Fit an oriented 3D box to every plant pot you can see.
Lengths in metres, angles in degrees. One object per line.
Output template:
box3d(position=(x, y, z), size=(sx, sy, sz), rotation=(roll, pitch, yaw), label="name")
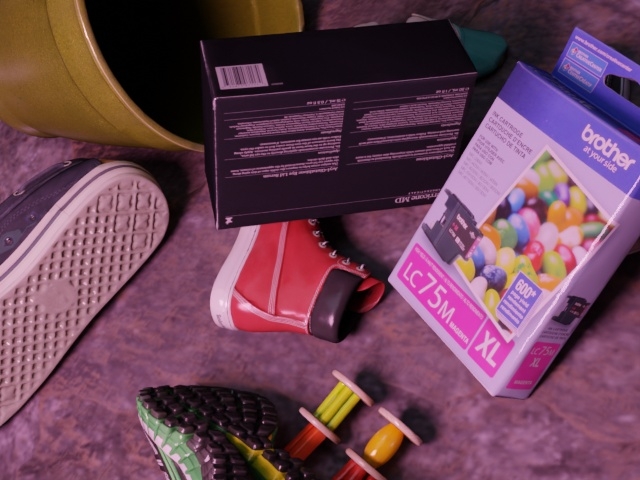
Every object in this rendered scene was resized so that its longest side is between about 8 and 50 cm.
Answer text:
box3d(position=(-0.273, -0.272, 1.265), size=(0.353, 0.366, 0.366), rotation=(-6, 55, 40), label="plant pot")

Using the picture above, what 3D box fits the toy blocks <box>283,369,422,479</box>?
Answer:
box3d(position=(0.008, 0.214, 0.935), size=(0.148, 0.054, 0.123), rotation=(-49, 50, -8), label="toy blocks")

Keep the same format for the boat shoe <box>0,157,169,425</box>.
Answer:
box3d(position=(-0.401, 0.083, 1.179), size=(0.500, 0.187, 0.156), rotation=(-47, 43, -13), label="boat shoe")

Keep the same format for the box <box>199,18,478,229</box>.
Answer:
box3d(position=(0.012, -0.119, 1.012), size=(0.261, 0.184, 0.103), rotation=(-7, 47, -11), label="box")

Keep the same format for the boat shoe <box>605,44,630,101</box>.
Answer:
box3d(position=(0.258, -0.126, 1.015), size=(0.080, 0.076, 0.228), rotation=(16, 68, 36), label="boat shoe")

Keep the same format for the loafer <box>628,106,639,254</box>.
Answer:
box3d(position=(0.347, -0.091, 0.936), size=(0.319, 0.112, 0.111), rotation=(-36, 9, 11), label="loafer")

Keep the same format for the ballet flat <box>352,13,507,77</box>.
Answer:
box3d(position=(0.096, -0.226, 1.169), size=(0.247, 0.087, 0.083), rotation=(-4, 57, 27), label="ballet flat")

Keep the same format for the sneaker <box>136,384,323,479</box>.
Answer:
box3d(position=(-0.099, 0.239, 0.908), size=(0.343, 0.134, 0.146), rotation=(-138, 57, -62), label="sneaker")

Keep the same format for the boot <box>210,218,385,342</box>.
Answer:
box3d(position=(0.000, 0.000, 1.078), size=(0.176, 0.088, 0.244), rotation=(5, 58, 20), label="boot")

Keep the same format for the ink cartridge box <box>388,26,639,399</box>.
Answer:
box3d(position=(0.200, -0.030, 0.901), size=(0.186, 0.065, 0.311), rotation=(49, 116, 42), label="ink cartridge box")
